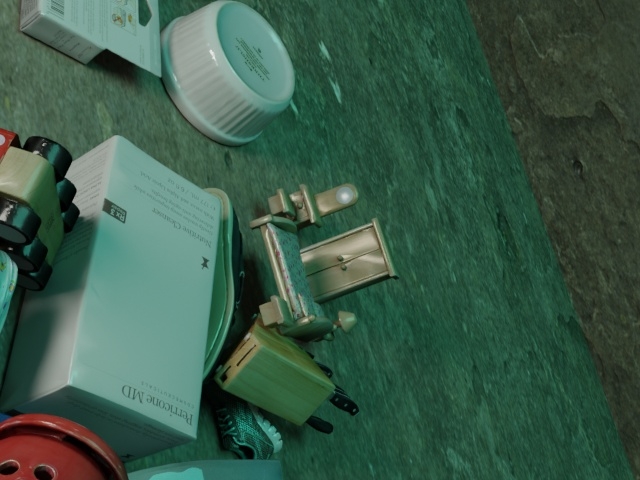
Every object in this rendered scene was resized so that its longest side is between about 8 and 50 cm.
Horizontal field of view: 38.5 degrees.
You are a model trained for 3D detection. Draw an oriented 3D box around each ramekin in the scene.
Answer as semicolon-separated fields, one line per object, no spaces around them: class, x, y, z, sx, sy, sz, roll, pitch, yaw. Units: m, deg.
ramekin;-0.163;-0.322;1.710;0.273;0.127;0.273;34;42;-38

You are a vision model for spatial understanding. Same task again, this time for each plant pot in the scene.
plant pot;-0.184;0.371;1.168;0.234;0.165;0.166;18;53;-38
plant pot;-0.305;0.289;0.960;0.191;0.191;0.174;49;34;-21

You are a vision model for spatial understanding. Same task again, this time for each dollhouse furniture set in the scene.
dollhouse furniture set;0.000;0.000;1.562;0.355;0.173;0.303;34;37;-71

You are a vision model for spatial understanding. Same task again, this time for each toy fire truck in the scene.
toy fire truck;-0.426;-0.075;1.106;0.246;0.217;0.159;19;64;-2

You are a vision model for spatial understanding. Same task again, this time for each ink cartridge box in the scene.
ink cartridge box;-0.380;-0.414;1.535;0.239;0.060;0.275;26;47;-45

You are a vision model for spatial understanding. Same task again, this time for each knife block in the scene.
knife block;-0.039;0.230;1.429;0.242;0.088;0.276;41;3;-4

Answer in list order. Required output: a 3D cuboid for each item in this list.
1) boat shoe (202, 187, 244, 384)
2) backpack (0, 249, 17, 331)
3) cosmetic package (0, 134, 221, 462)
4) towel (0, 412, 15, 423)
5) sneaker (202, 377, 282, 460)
boat shoe;-0.176;0.087;1.418;0.113;0.127;0.340;62;21;-54
backpack;-0.418;0.079;1.014;0.115;0.151;0.182;32;68;-52
cosmetic package;-0.272;0.079;1.244;0.217;0.156;0.385;33;44;-40
towel;-0.471;0.271;0.954;0.336;0.040;0.243;27;50;-41
sneaker;-0.127;0.282;1.399;0.166;0.065;0.076;50;43;-12
